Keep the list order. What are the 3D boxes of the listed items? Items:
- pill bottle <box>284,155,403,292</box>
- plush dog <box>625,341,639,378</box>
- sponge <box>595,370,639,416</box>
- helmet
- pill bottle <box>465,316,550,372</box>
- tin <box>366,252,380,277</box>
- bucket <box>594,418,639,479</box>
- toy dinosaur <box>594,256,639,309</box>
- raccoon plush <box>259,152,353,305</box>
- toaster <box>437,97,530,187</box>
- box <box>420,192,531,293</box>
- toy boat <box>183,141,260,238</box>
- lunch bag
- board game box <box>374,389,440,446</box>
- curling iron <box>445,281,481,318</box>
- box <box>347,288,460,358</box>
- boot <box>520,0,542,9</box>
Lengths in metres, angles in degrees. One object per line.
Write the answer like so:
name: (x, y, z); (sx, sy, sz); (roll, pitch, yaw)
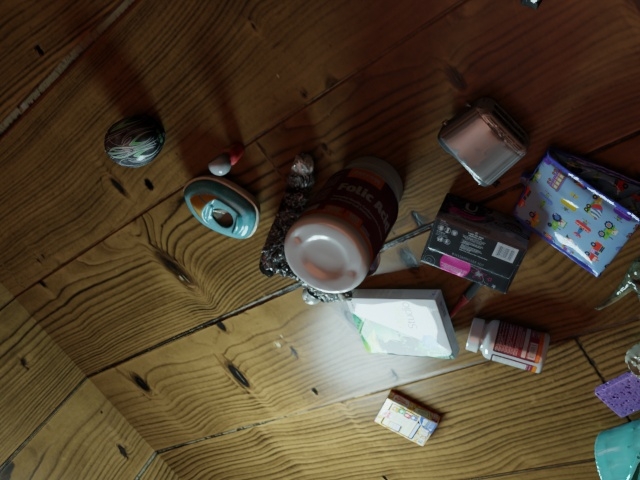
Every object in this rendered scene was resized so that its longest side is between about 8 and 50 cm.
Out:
pill bottle: (0.079, -0.058, 1.731); (0.224, 0.392, 0.224); (12, 126, 17)
plush dog: (0.979, 0.298, 1.710); (0.225, 0.210, 0.262); (34, 159, -17)
sponge: (0.919, 0.430, 1.892); (0.117, 0.031, 0.210); (41, 129, -5)
helmet: (-0.579, -0.305, 2.027); (0.169, 0.161, 0.169); (12, 126, 18)
pill bottle: (0.550, 0.303, 1.925); (0.221, 0.121, 0.121); (15, 126, 16)
tin: (0.115, 0.023, 1.958); (0.040, 0.106, 0.189); (24, 138, 55)
bucket: (0.944, 0.652, 1.887); (0.281, 0.281, 0.183); (47, 132, -10)
toy dinosaur: (0.840, 0.114, 1.703); (0.118, 0.064, 0.268); (30, 132, 13)
raccoon plush: (0.000, 0.000, 1.943); (0.299, 0.216, 0.446); (20, 128, 2)
toaster: (0.413, -0.242, 1.621); (0.227, 0.129, 0.146); (44, 127, -6)
box: (0.423, 0.003, 1.772); (0.247, 0.142, 0.163); (21, 127, 10)
toy boat: (-0.307, -0.149, 2.011); (0.268, 0.148, 0.318); (24, 129, 10)
lunch bag: (0.626, -0.085, 1.625); (0.293, 0.138, 0.221); (32, 141, 15)
board game box: (0.305, 0.630, 2.309); (0.194, 0.045, 0.146); (26, 129, 7)
curling iron: (0.421, 0.165, 1.948); (0.068, 0.035, 0.274); (38, 130, -3)
box: (0.255, 0.260, 2.053); (0.322, 0.058, 0.232); (-2, 121, 37)
boot: (0.314, -0.728, 1.346); (0.445, 0.146, 0.367); (27, 127, 12)
